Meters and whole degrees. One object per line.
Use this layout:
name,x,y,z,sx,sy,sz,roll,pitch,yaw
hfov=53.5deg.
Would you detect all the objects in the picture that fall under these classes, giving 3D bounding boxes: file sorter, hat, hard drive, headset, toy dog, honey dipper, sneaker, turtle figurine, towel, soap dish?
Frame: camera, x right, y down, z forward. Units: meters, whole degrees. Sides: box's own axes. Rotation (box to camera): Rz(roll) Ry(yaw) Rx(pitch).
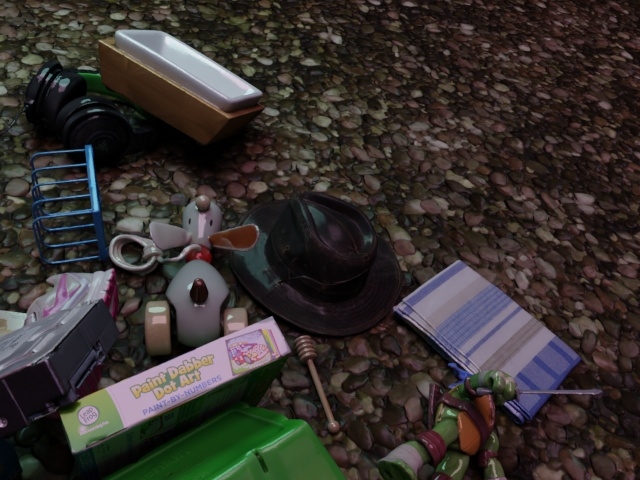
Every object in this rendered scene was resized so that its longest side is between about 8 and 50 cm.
file sorter,-0.426,-0.058,1.075,0.104,0.118,0.170,-9,49,-17
hat,0.000,0.000,1.114,0.331,0.134,0.331,7,45,-7
hard drive,-0.409,0.179,0.700,0.338,0.064,0.237,-23,11,-1
headset,-0.488,-0.222,1.239,0.243,0.185,0.394,38,34,18
toy dog,-0.197,0.036,1.006,0.220,0.161,0.334,-13,51,-26
honey dipper,-0.005,0.220,0.969,0.030,0.030,0.161,-6,51,-20
sneaker,-0.369,0.142,0.910,0.111,0.103,0.252,4,39,-4
turtle figurine,0.226,0.282,0.845,0.266,0.198,0.274,-31,56,-32
towel,0.287,0.162,1.096,0.285,0.034,0.209,41,48,22
soap dish,-0.278,-0.310,1.290,0.290,0.118,0.229,31,21,2

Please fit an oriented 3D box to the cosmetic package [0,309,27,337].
cosmetic package,-0.459,0.157,0.903,0.060,0.041,0.115,7,44,-8

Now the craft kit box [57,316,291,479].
craft kit box,-0.175,0.203,0.767,0.246,0.250,0.061,-18,68,-25

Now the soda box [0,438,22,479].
soda box,-0.459,0.309,0.733,0.071,0.067,0.210,32,47,17

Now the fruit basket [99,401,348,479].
fruit basket,-0.097,0.405,0.650,0.391,0.283,0.393,3,84,-33
